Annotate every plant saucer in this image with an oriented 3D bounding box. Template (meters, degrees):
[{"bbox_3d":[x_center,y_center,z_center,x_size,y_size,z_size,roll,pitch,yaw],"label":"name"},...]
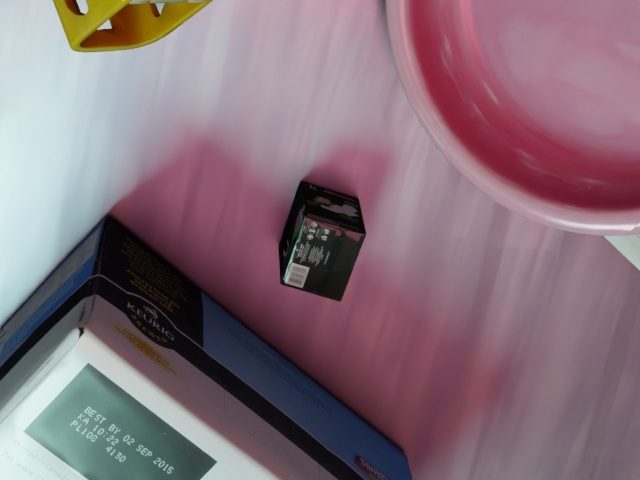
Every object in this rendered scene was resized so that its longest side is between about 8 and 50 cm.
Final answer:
[{"bbox_3d":[0.211,-0.172,1.179,0.332,0.084,0.332,6,103,25],"label":"plant saucer"}]

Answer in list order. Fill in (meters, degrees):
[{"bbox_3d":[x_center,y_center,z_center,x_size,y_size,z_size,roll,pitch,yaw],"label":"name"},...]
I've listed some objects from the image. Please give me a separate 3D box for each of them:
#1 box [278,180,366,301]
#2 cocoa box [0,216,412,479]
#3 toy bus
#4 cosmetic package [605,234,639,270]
[{"bbox_3d":[0.000,0.000,1.293,0.052,0.083,0.062,17,110,-9],"label":"box"},{"bbox_3d":[-0.115,0.197,1.285,0.347,0.228,0.231,40,104,-17],"label":"cocoa box"},{"bbox_3d":[-0.162,-0.233,1.177,0.191,0.202,0.104,38,135,-23],"label":"toy bus"},{"bbox_3d":[0.283,-0.018,1.316,0.099,0.060,0.239,-44,107,11],"label":"cosmetic package"}]
